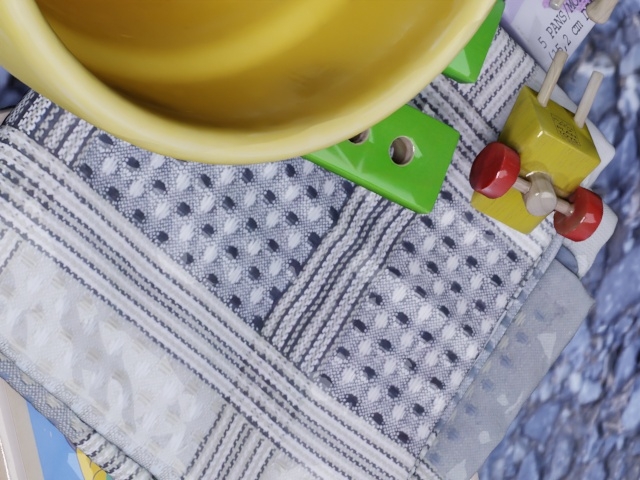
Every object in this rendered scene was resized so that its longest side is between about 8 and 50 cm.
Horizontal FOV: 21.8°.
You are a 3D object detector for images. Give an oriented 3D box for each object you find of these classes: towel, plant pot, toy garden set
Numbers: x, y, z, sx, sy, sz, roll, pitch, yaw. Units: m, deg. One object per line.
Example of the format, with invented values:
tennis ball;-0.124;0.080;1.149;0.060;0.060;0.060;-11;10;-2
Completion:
towel;0.000;0.000;0.825;0.324;0.056;0.312;45;67;-26
plant pot;-0.075;-0.183;0.663;0.254;0.239;0.254;-17;120;-32
toy garden set;0.078;-0.129;0.814;0.204;0.049;0.244;24;82;-28

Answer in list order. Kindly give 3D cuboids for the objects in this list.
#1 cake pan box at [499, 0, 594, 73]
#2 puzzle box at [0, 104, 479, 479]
cake pan box;0.123;-0.257;0.905;0.267;0.070;0.246;-51;130;-8
puzzle box;-0.041;0.112;0.864;0.272;0.052;0.409;-18;101;-33
